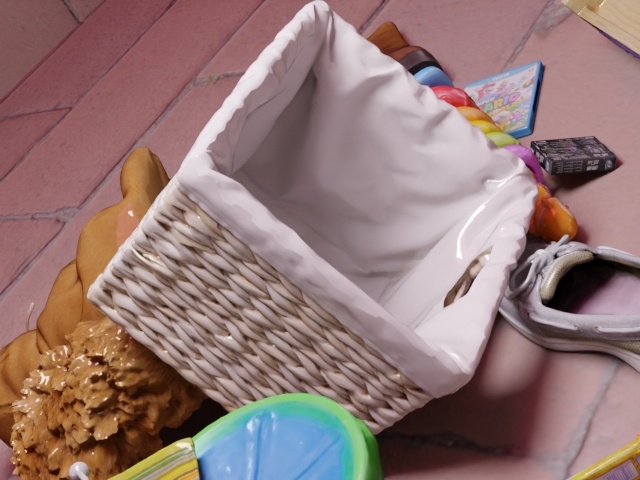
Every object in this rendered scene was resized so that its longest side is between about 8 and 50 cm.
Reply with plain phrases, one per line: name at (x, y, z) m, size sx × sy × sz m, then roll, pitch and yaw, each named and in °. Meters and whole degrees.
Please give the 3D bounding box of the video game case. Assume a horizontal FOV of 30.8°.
video game case at (0.244, -0.183, 1.605) m, size 0.119 × 0.015 × 0.166 m, roll -16°, pitch 33°, yaw 29°

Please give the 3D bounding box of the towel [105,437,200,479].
towel at (-0.128, 0.246, 0.871) m, size 0.102 × 0.021 × 0.237 m, roll -33°, pitch 30°, yaw 7°

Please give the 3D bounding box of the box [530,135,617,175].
box at (0.300, -0.102, 1.382) m, size 0.083 × 0.018 × 0.067 m, roll -6°, pitch 28°, yaw -11°

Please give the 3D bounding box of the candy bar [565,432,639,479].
candy bar at (0.221, 0.217, 0.999) m, size 0.161 × 0.040 × 0.018 m, roll -31°, pitch 19°, yaw 3°

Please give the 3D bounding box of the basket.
basket at (0.000, 0.000, 1.193) m, size 0.266 × 0.331 × 0.328 m, roll -45°, pitch 11°, yaw 43°

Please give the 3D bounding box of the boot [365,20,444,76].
boot at (0.038, -0.255, 1.840) m, size 0.264 × 0.096 × 0.280 m, roll -34°, pitch 28°, yaw 1°

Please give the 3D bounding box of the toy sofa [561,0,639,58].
toy sofa at (0.459, -0.258, 1.398) m, size 0.150 × 0.177 × 0.362 m, roll -54°, pitch 26°, yaw 14°

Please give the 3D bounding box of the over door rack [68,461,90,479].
over door rack at (-0.292, 0.360, 1.098) m, size 0.324 × 0.239 × 0.108 m, roll -31°, pitch 31°, yaw 5°

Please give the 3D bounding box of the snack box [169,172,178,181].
snack box at (-0.051, -0.081, 1.573) m, size 0.322 × 0.187 × 0.060 m, roll -39°, pitch 30°, yaw -9°

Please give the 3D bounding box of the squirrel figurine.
squirrel figurine at (-0.278, 0.153, 1.378) m, size 0.370 × 0.281 × 0.397 m, roll -32°, pitch 26°, yaw 16°

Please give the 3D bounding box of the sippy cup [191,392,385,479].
sippy cup at (-0.010, 0.283, 0.944) m, size 0.240 × 0.224 × 0.305 m, roll -34°, pitch 29°, yaw 4°

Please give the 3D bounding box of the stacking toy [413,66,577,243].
stacking toy at (0.195, -0.073, 1.377) m, size 0.166 × 0.175 × 0.302 m, roll -42°, pitch 41°, yaw -11°

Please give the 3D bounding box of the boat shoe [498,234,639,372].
boat shoe at (0.272, 0.051, 1.133) m, size 0.118 × 0.103 × 0.320 m, roll -41°, pitch 30°, yaw -13°
